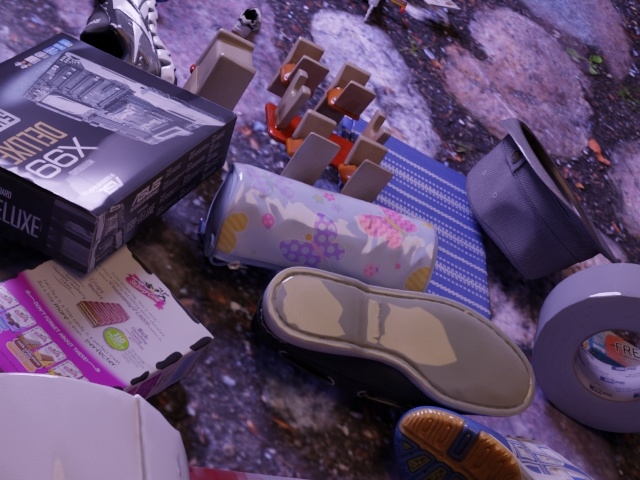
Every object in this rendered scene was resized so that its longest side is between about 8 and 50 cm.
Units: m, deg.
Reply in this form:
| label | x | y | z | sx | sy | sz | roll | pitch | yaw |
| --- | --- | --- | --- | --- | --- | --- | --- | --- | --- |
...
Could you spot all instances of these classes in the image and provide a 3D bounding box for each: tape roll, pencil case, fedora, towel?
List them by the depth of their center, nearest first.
| label | x | y | z | sx | sy | sz | roll | pitch | yaw |
| --- | --- | --- | --- | --- | --- | --- | --- | --- | --- |
| tape roll | -0.230 | 0.217 | 0.929 | 0.286 | 0.286 | 0.100 | 16 | 41 | -29 |
| pencil case | 0.000 | 0.000 | 1.485 | 0.273 | 0.113 | 0.124 | 15 | 49 | -15 |
| tape roll | 0.380 | 0.138 | 1.611 | 0.219 | 0.219 | 0.072 | 34 | 36 | -7 |
| towel | 0.121 | -0.012 | 1.713 | 0.243 | 0.040 | 0.336 | 26 | 39 | -20 |
| fedora | 0.293 | -0.039 | 1.778 | 0.244 | 0.124 | 0.275 | 37 | 23 | -50 |

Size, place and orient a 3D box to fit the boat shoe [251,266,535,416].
| label | x | y | z | sx | sy | sz | roll | pitch | yaw |
| --- | --- | --- | --- | --- | --- | --- | --- | --- | --- |
| boat shoe | 0.077 | 0.129 | 1.448 | 0.340 | 0.113 | 0.127 | 15 | 63 | -19 |

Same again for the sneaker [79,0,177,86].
| label | x | y | z | sx | sy | sz | roll | pitch | yaw |
| --- | --- | --- | --- | --- | --- | --- | --- | --- | --- |
| sneaker | -0.259 | -0.271 | 1.613 | 0.106 | 0.078 | 0.234 | 8 | 48 | -40 |

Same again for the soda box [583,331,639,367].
| label | x | y | z | sx | sy | sz | roll | pitch | yaw |
| --- | --- | --- | --- | --- | --- | --- | --- | --- | --- |
| soda box | 0.421 | 0.187 | 1.728 | 0.183 | 0.063 | 0.058 | 31 | 36 | -11 |

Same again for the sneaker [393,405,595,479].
| label | x | y | z | sx | sy | sz | roll | pitch | yaw |
| --- | --- | --- | --- | --- | --- | --- | --- | --- | --- |
| sneaker | 0.206 | 0.269 | 1.438 | 0.296 | 0.112 | 0.131 | 34 | 18 | -10 |

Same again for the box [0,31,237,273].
| label | x | y | z | sx | sy | sz | roll | pitch | yaw |
| --- | --- | --- | --- | --- | --- | --- | --- | --- | --- |
| box | -0.266 | -0.105 | 1.366 | 0.242 | 0.076 | 0.307 | 26 | 32 | 12 |

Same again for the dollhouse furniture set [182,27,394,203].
| label | x | y | z | sx | sy | sz | roll | pitch | yaw |
| --- | --- | --- | --- | --- | --- | --- | --- | --- | --- |
| dollhouse furniture set | -0.048 | -0.147 | 1.612 | 0.259 | 0.135 | 0.262 | 25 | 29 | -21 |

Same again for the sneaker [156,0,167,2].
| label | x | y | z | sx | sy | sz | roll | pitch | yaw |
| --- | --- | --- | --- | --- | --- | --- | --- | --- | --- |
| sneaker | -0.269 | -0.360 | 1.727 | 0.144 | 0.053 | 0.059 | 27 | 36 | -2 |

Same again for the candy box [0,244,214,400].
| label | x | y | z | sx | sy | sz | roll | pitch | yaw |
| --- | --- | --- | --- | --- | --- | --- | --- | --- | --- |
| candy box | -0.238 | 0.099 | 1.232 | 0.159 | 0.071 | 0.233 | 46 | 37 | 13 |

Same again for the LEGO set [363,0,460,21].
| label | x | y | z | sx | sy | sz | roll | pitch | yaw |
| --- | --- | --- | --- | --- | --- | --- | --- | --- | --- |
| LEGO set | 0.095 | -0.434 | 2.154 | 0.244 | 0.060 | 0.182 | -1 | 39 | -44 |

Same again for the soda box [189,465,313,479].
| label | x | y | z | sx | sy | sz | roll | pitch | yaw |
| --- | --- | --- | --- | --- | --- | --- | --- | --- | --- |
| soda box | -0.039 | 0.279 | 1.195 | 0.263 | 0.092 | 0.083 | 13 | 44 | -32 |

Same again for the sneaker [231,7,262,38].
| label | x | y | z | sx | sy | sz | roll | pitch | yaw |
| --- | --- | --- | --- | --- | --- | --- | --- | --- | --- |
| sneaker | -0.099 | -0.322 | 1.847 | 0.032 | 0.037 | 0.083 | 33 | 34 | -5 |
